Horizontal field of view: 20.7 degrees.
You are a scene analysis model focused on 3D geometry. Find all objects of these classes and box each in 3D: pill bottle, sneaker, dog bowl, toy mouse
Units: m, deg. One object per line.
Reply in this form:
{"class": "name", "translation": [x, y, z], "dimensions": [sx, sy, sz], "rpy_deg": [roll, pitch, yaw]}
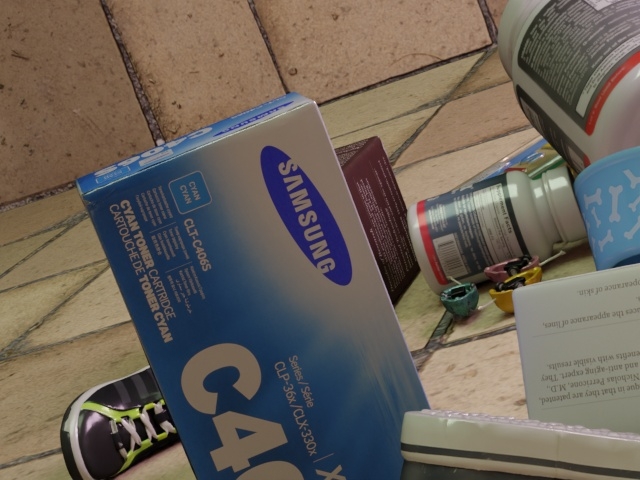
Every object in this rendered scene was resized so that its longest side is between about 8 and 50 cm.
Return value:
{"class": "pill bottle", "translation": [0.328, -0.169, 1.885], "dimensions": [0.210, 0.210, 0.363], "rpy_deg": [-22, 30, -4]}
{"class": "sneaker", "translation": [0.203, 0.173, 1.010], "dimensions": [0.321, 0.127, 0.126], "rpy_deg": [5, -5, 3]}
{"class": "dog bowl", "translation": [0.325, 0.004, 1.303], "dimensions": [0.297, 0.074, 0.166], "rpy_deg": [12, -22, -30]}
{"class": "toy mouse", "translation": [0.178, 0.051, 1.812], "dimensions": [0.161, 0.031, 0.143], "rpy_deg": [-28, 14, -33]}
{"class": "pill bottle", "translation": [0.194, -0.015, 1.898], "dimensions": [0.180, 0.108, 0.108], "rpy_deg": [-18, 12, 13]}
{"class": "sneaker", "translation": [-0.168, 0.167, 1.764], "dimensions": [0.097, 0.084, 0.234], "rpy_deg": [-12, 14, 33]}

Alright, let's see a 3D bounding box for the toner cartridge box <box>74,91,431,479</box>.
{"class": "toner cartridge box", "translation": [-0.023, 0.092, 1.177], "dimensions": [0.165, 0.348, 0.075], "rpy_deg": [-23, 13, -7]}

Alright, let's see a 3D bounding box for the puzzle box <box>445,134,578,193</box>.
{"class": "puzzle box", "translation": [0.370, -0.128, 2.128], "dimensions": [0.409, 0.052, 0.272], "rpy_deg": [-32, 14, -17]}

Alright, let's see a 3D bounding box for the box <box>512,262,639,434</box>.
{"class": "box", "translation": [0.253, 0.078, 1.177], "dimensions": [0.182, 0.119, 0.181], "rpy_deg": [-12, -10, 35]}

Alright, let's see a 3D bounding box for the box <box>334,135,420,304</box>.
{"class": "box", "translation": [0.000, 0.000, 2.026], "dimensions": [0.168, 0.167, 0.203], "rpy_deg": [-16, 12, 21]}
